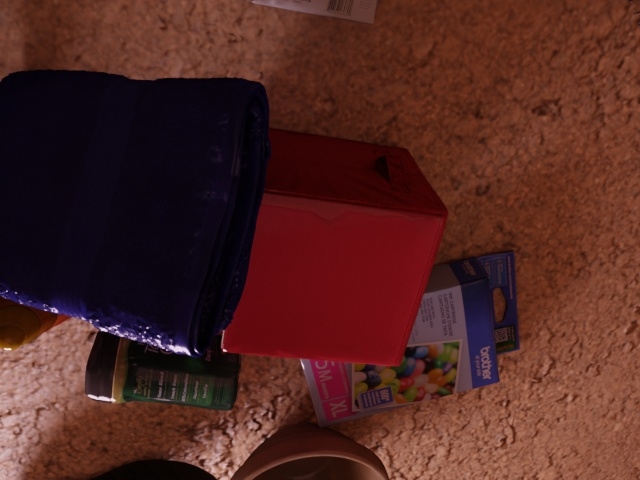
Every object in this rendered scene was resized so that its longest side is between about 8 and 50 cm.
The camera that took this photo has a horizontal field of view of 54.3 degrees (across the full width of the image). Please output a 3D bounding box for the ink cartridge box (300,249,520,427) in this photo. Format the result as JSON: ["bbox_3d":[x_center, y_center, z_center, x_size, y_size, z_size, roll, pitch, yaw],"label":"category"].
[{"bbox_3d":[0.126,0.134,0.840,0.310,0.065,0.186,-15,120,-3],"label":"ink cartridge box"}]

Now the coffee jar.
[{"bbox_3d":[-0.195,0.159,0.780,0.184,0.096,0.079,7,114,-13],"label":"coffee jar"}]

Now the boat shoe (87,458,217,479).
[{"bbox_3d":[-0.293,0.406,0.895,0.323,0.123,0.120,-10,125,6],"label":"boat shoe"}]

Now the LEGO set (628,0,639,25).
[{"bbox_3d":[0.366,-0.262,0.684,0.083,0.023,0.054,11,116,-14],"label":"LEGO set"}]

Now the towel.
[{"bbox_3d":[-0.194,-0.039,0.568,0.308,0.076,0.228,10,83,25],"label":"towel"}]

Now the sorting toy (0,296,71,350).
[{"bbox_3d":[-0.389,-0.014,0.641,0.127,0.126,0.366,-27,119,6],"label":"sorting toy"}]

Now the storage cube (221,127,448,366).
[{"bbox_3d":[0.000,0.000,0.677,0.193,0.184,0.215,6,118,-11],"label":"storage cube"}]

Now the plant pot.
[{"bbox_3d":[-0.023,0.345,0.896,0.237,0.110,0.238,-5,121,-9],"label":"plant pot"}]

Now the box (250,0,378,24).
[{"bbox_3d":[0.010,-0.303,0.565,0.145,0.038,0.186,-5,124,-36],"label":"box"}]
